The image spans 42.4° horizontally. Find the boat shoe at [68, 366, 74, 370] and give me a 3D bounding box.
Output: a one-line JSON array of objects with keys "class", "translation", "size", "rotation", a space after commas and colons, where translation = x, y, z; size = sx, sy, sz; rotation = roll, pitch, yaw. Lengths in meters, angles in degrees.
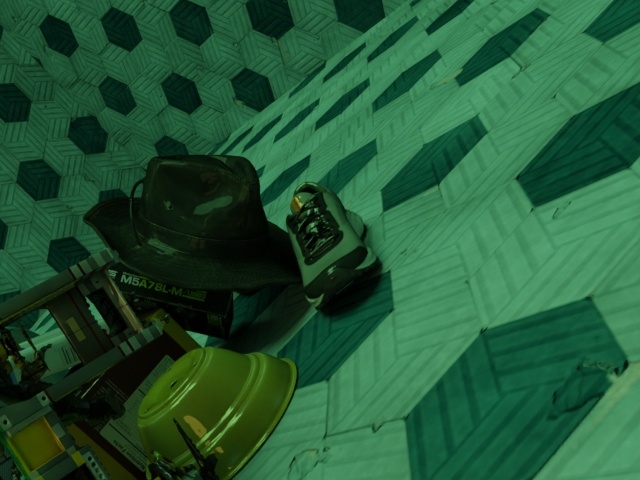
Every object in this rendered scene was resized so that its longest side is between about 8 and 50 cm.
[{"class": "boat shoe", "translation": [-0.422, 0.224, 1.569], "size": [0.227, 0.068, 0.081], "rotation": [-48, 16, -17]}]

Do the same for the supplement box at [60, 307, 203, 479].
[{"class": "supplement box", "translation": [-0.257, 0.209, 1.073], "size": [0.194, 0.129, 0.191], "rotation": [-51, 17, -28]}]

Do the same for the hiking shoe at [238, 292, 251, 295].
[{"class": "hiking shoe", "translation": [-0.175, 0.014, 1.391], "size": [0.113, 0.132, 0.304], "rotation": [-49, 16, -21]}]

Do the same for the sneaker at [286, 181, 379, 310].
[{"class": "sneaker", "translation": [0.000, 0.000, 1.034], "size": [0.100, 0.108, 0.271], "rotation": [-38, 17, 9]}]

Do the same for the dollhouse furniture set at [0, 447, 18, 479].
[{"class": "dollhouse furniture set", "translation": [-0.426, 0.337, 1.004], "size": [0.303, 0.198, 0.286], "rotation": [-32, -33, -53]}]

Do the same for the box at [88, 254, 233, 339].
[{"class": "box", "translation": [-0.208, 0.081, 1.100], "size": [0.190, 0.184, 0.045], "rotation": [107, 174, -73]}]

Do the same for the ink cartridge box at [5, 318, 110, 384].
[{"class": "ink cartridge box", "translation": [-0.377, 0.155, 1.045], "size": [0.206, 0.045, 0.208], "rotation": [-22, 5, -27]}]

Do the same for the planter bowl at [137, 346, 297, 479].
[{"class": "planter bowl", "translation": [-0.135, 0.183, 0.908], "size": [0.217, 0.090, 0.217], "rotation": [-39, 16, 13]}]

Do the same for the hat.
[{"class": "hat", "translation": [-0.146, -0.050, 1.106], "size": [0.331, 0.331, 0.133], "rotation": [-99, 22, -72]}]

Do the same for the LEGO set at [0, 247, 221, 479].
[{"class": "LEGO set", "translation": [-0.220, 0.164, 0.803], "size": [0.192, 0.331, 0.255], "rotation": [-32, -10, -33]}]

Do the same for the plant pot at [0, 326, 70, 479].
[{"class": "plant pot", "translation": [-0.545, 0.292, 1.399], "size": [0.247, 0.247, 0.252], "rotation": [-37, -2, 20]}]
